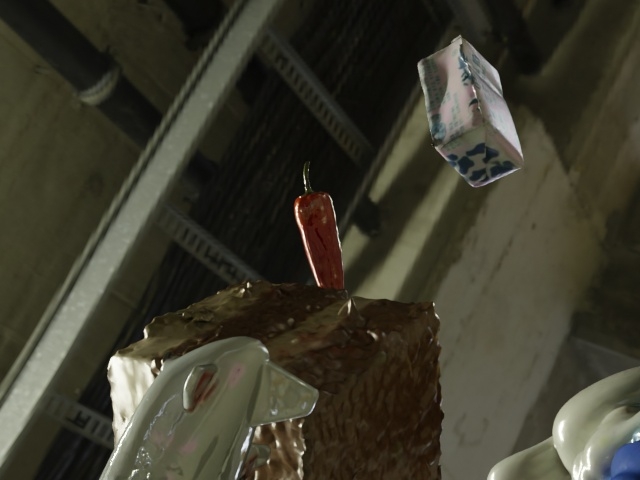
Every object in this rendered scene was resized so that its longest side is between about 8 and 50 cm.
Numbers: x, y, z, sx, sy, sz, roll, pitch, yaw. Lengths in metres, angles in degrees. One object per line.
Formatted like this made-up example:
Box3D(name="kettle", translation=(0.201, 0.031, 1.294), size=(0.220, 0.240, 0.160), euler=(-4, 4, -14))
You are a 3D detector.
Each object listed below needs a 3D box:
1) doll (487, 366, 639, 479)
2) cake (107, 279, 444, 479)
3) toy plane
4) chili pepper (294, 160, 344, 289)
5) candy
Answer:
Box3D(name="doll", translation=(0.385, 0.240, 1.189), size=(0.376, 0.187, 0.365), euler=(-50, 6, 5))
Box3D(name="cake", translation=(-0.045, 0.194, 1.088), size=(0.256, 0.290, 0.282), euler=(-24, -62, -52))
Box3D(name="toy plane", translation=(-0.104, 0.181, 0.791), size=(0.252, 0.118, 0.252), euler=(-51, -18, -24))
Box3D(name="chili pepper", translation=(0.000, 0.000, 1.778), size=(0.071, 0.063, 0.272), euler=(-4, -102, -42))
Box3D(name="candy", translation=(0.168, -0.148, 1.232), size=(0.092, 0.073, 0.160), euler=(37, -146, -40))
